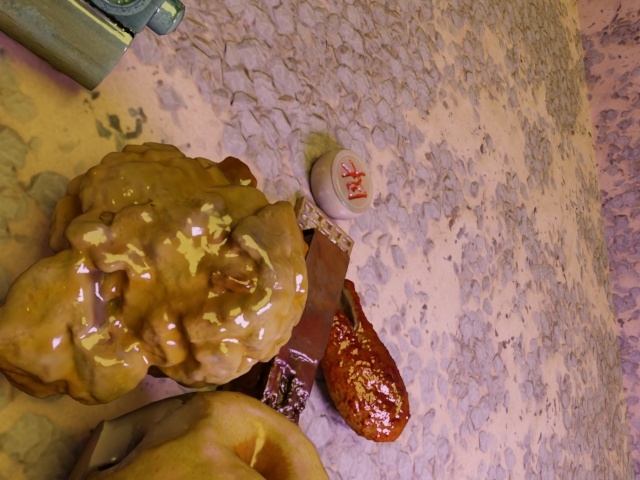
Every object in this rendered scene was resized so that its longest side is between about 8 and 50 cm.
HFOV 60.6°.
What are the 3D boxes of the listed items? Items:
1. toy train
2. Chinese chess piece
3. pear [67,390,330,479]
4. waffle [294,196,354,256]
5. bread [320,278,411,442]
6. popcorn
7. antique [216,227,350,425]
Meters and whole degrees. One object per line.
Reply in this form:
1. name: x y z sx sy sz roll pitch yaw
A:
1. toy train: -0.290 -0.290 0.539 0.308 0.190 0.126 33 34 -33
2. Chinese chess piece: 0.038 -0.095 0.926 0.122 0.051 0.121 15 69 -44
3. pear: -0.118 0.280 0.512 0.271 0.271 0.270 15 70 -45
4. waffle: 0.000 0.000 0.884 0.135 0.021 0.092 42 51 -32
5. bread: 0.062 0.187 0.851 0.139 0.095 0.268 -17 89 -56
6. popcorn: -0.159 0.029 0.556 0.333 0.225 0.264 -23 84 -33
7. antique: -0.052 0.137 0.737 0.087 0.094 0.309 40 54 -34
